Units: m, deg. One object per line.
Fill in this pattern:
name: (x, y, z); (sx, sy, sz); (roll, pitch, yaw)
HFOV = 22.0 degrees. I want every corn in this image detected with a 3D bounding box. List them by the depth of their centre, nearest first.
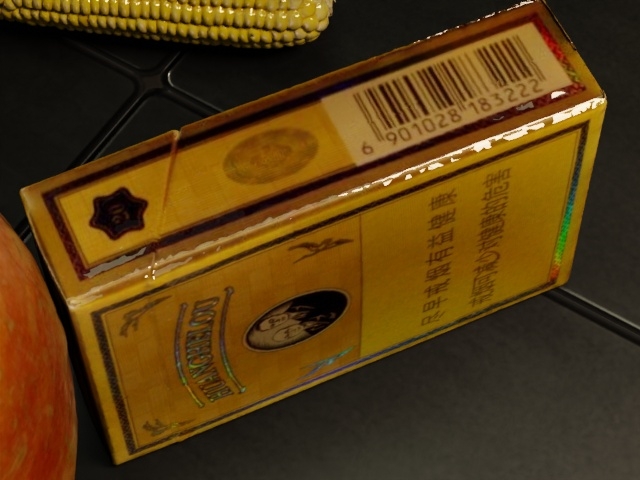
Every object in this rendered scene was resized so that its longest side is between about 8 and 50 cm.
corn: (-0.113, -0.173, 1.093); (0.248, 0.081, 0.081); (7, 58, 6)

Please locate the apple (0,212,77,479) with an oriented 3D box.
apple: (-0.255, 0.118, 0.795); (0.301, 0.301, 0.301); (0, 58, 1)

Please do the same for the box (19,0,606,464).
box: (0.000, 0.000, 0.917); (0.301, 0.193, 0.084); (-21, 60, -12)
